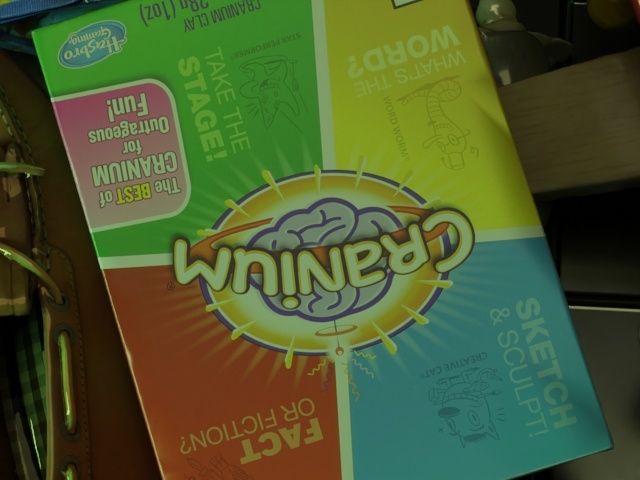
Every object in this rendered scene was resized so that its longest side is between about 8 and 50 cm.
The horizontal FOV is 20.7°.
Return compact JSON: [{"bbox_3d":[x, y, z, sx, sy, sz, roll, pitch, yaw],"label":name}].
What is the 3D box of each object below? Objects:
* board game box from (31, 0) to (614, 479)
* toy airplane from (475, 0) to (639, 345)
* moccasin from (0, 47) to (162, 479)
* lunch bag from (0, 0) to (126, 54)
[{"bbox_3d":[0.000,0.000,0.977,0.242,0.064,0.316,-18,83,2],"label":"board game box"},{"bbox_3d":[0.262,-0.112,1.058,0.386,0.272,0.384,30,107,11],"label":"toy airplane"},{"bbox_3d":[-0.198,0.044,1.023,0.139,0.147,0.380,-22,77,36],"label":"moccasin"},{"bbox_3d":[-0.106,-0.233,1.232,0.293,0.138,0.221,0,63,21],"label":"lunch bag"}]
